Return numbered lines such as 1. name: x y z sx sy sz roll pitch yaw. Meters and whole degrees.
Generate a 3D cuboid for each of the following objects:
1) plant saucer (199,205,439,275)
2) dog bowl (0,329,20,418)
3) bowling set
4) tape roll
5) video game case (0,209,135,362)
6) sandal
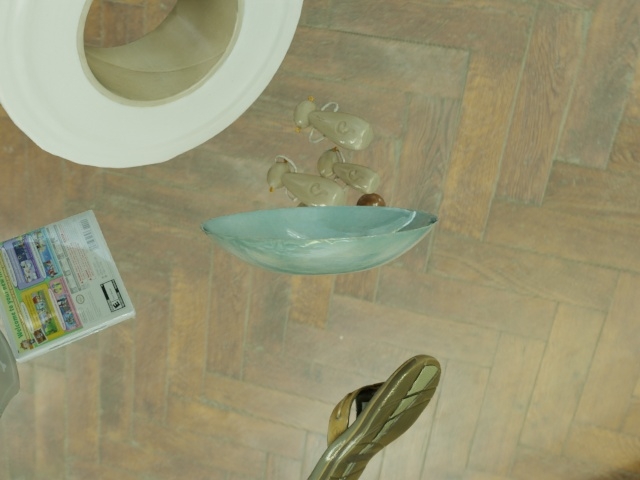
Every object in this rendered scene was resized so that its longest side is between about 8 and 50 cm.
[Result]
1. plant saucer: 0.000 0.000 0.592 0.194 0.195 0.038 0 100 15
2. dog bowl: -0.602 0.219 0.981 0.348 0.102 0.349 2 75 -8
3. bowling set: 0.006 -0.075 1.241 0.154 0.200 0.287 27 89 33
4. tape roll: -0.151 -0.202 0.606 0.100 0.286 0.286 48 120 30
5. video game case: -0.432 0.069 1.186 0.212 0.193 0.023 61 162 22
6. sandal: 0.032 0.162 0.628 0.180 0.072 0.049 -52 54 14
